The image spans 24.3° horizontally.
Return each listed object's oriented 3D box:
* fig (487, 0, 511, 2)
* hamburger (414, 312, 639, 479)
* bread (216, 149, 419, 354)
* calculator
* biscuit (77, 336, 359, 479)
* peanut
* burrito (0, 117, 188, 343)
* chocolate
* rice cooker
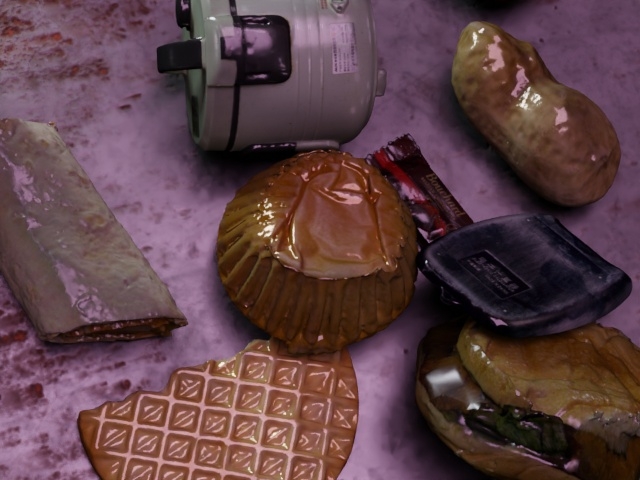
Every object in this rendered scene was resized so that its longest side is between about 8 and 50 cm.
[{"bbox_3d":[0.224,-0.388,1.785,0.175,0.207,0.175,6,63,-12],"label":"fig"},{"bbox_3d":[0.239,0.169,1.600,0.285,0.265,0.134,24,112,-2],"label":"hamburger"},{"bbox_3d":[-0.001,0.000,1.631,0.240,0.139,0.240,4,54,-5],"label":"bread"},{"bbox_3d":[0.223,0.037,1.641,0.268,0.040,0.177,-18,47,-42],"label":"calculator"},{"bbox_3d":[-0.089,0.218,1.600,0.309,0.040,0.204,-19,75,-16],"label":"biscuit"},{"bbox_3d":[0.250,-0.150,1.743,0.122,0.137,0.253,-39,79,-22],"label":"peanut"},{"bbox_3d":[-0.281,0.003,1.611,0.143,0.105,0.299,-29,76,-22],"label":"burrito"},{"bbox_3d":[0.125,-0.040,1.738,0.086,0.028,0.182,-30,77,-21],"label":"chocolate"},{"bbox_3d":[-0.061,-0.204,1.664,0.244,0.226,0.226,0,71,-13],"label":"rice cooker"}]
